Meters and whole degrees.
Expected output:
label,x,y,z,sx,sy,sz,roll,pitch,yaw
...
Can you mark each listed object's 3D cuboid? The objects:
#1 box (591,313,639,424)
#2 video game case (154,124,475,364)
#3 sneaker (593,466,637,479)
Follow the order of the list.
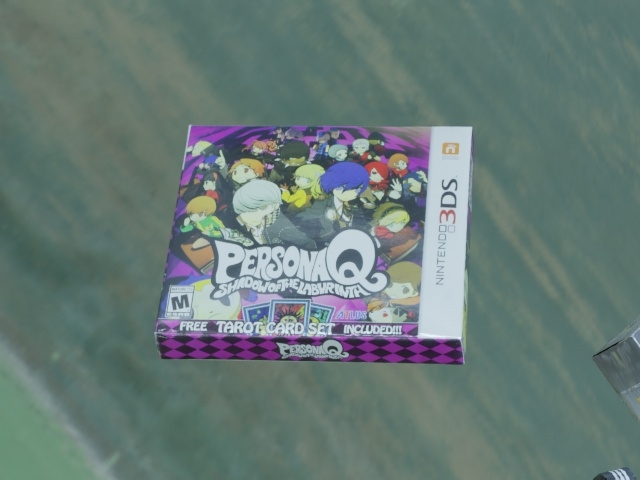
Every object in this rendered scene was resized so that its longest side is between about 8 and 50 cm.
label,x,y,z,sx,sy,sz,roll,pitch,yaw
box,0.350,0.102,1.554,0.183,0.231,0.056,53,143,1
video game case,0.000,0.000,1.481,0.232,0.210,0.042,1,142,7
sneaker,0.147,0.213,0.730,0.101,0.153,0.268,-16,119,-21
